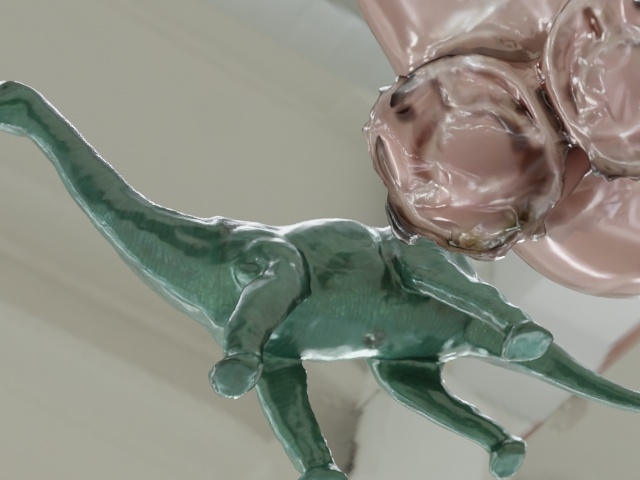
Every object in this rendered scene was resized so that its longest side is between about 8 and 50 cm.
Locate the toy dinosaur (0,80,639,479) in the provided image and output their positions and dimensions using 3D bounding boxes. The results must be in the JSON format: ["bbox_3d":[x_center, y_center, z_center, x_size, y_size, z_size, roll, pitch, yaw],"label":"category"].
[{"bbox_3d":[0.000,0.000,1.071,0.383,0.129,0.331,1,-144,-27],"label":"toy dinosaur"}]

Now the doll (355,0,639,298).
[{"bbox_3d":[0.119,-0.099,0.636,0.268,0.284,0.216,-34,-80,-58],"label":"doll"}]
